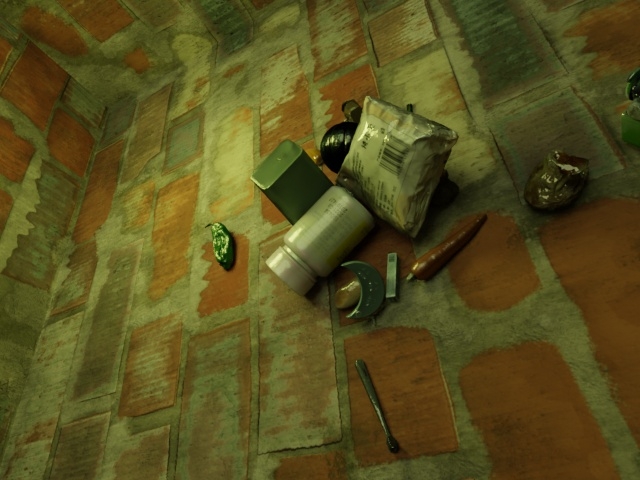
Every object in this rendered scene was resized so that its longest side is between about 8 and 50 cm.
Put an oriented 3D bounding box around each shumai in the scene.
[{"bbox_3d":[0.689,-0.194,1.392,0.210,0.153,0.161,-39,54,-1],"label":"shumai"}]

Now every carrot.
[{"bbox_3d":[0.405,0.028,1.515,0.336,0.069,0.069,-38,46,-3],"label":"carrot"}]

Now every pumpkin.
[{"bbox_3d":[0.111,-0.313,1.815,0.248,0.248,0.247,-17,52,23],"label":"pumpkin"}]

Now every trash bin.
[{"bbox_3d":[-0.071,-0.183,1.772,0.223,0.343,0.158,-46,49,-3],"label":"trash bin"}]

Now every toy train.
[{"bbox_3d":[0.973,-0.400,1.294,0.307,0.249,0.173,-42,44,1],"label":"toy train"}]

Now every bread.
[{"bbox_3d":[-0.024,-0.371,2.070,0.062,0.049,0.103,-42,48,1],"label":"bread"}]

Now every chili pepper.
[{"bbox_3d":[-0.426,0.012,2.055,0.100,0.074,0.256,-31,49,12],"label":"chili pepper"}]

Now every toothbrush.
[{"bbox_3d":[0.159,0.471,1.389,0.030,0.030,0.297,-16,46,-8],"label":"toothbrush"}]

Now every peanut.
[{"bbox_3d":[0.110,0.173,1.596,0.152,0.076,0.076,-37,47,3],"label":"peanut"}]

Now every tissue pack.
[{"bbox_3d":[0.226,-0.246,1.556,0.390,0.195,0.375,42,127,34],"label":"tissue pack"}]

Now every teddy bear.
[{"bbox_3d":[0.375,-0.196,1.634,0.177,0.140,0.190,-36,63,-15],"label":"teddy bear"}]

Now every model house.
[{"bbox_3d":[0.141,-0.514,2.003,0.181,0.176,0.248,-43,30,2],"label":"model house"}]

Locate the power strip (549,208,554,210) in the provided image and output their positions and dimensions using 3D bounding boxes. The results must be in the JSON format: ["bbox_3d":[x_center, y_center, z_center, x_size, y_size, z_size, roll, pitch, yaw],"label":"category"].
[{"bbox_3d":[0.712,-0.131,1.442,0.090,0.016,0.040,-47,47,-4],"label":"power strip"}]

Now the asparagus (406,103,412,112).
[{"bbox_3d":[0.357,-0.466,1.904,0.022,0.023,0.232,120,159,-55],"label":"asparagus"}]

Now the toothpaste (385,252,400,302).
[{"bbox_3d":[0.239,0.120,1.562,0.034,0.046,0.164,-9,55,25],"label":"toothpaste"}]

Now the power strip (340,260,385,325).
[{"bbox_3d":[0.141,0.170,1.534,0.137,0.044,0.215,-8,89,4],"label":"power strip"}]

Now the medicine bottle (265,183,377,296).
[{"bbox_3d":[0.000,0.000,1.687,0.378,0.213,0.213,-46,47,-2],"label":"medicine bottle"}]
